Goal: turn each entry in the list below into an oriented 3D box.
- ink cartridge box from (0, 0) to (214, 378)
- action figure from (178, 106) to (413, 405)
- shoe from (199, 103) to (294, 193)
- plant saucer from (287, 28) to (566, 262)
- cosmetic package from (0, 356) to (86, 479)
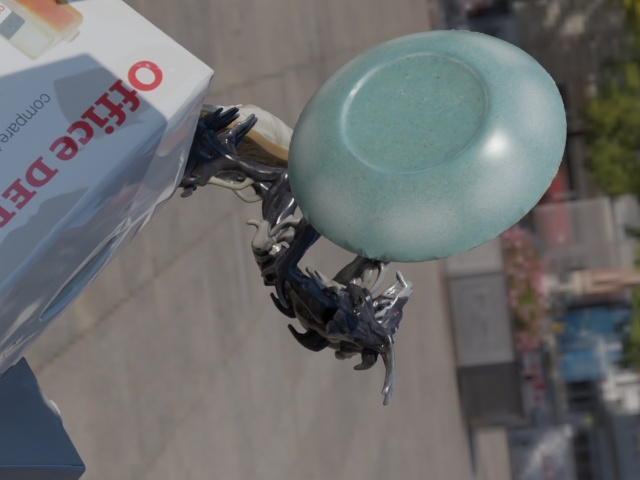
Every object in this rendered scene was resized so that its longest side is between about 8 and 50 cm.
[{"bbox_3d":[-0.309,-0.108,1.209,0.279,0.384,0.160,-50,174,-30],"label":"ink cartridge box"},{"bbox_3d":[0.000,0.000,1.456,0.276,0.141,0.164,48,0,13],"label":"action figure"},{"bbox_3d":[-0.079,-0.110,1.939,0.219,0.076,0.058,24,47,-43],"label":"shoe"},{"bbox_3d":[0.066,-0.076,1.168,0.037,0.195,0.195,64,20,-53],"label":"plant saucer"},{"bbox_3d":[-0.308,0.154,1.287,0.238,0.107,0.127,14,33,-47],"label":"cosmetic package"}]
